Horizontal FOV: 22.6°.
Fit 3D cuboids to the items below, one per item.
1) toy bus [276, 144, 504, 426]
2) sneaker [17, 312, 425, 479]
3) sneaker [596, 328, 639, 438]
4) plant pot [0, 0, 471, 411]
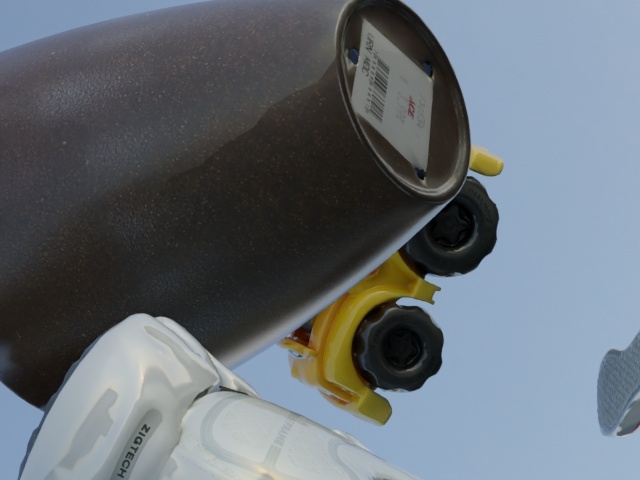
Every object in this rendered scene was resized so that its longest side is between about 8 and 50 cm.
[{"bbox_3d":[0.000,0.000,1.176,0.211,0.149,0.220,23,-92,-18],"label":"toy bus"},{"bbox_3d":[0.006,0.120,0.567,0.110,0.118,0.292,-66,-25,-9],"label":"sneaker"},{"bbox_3d":[0.194,0.076,0.858,0.134,0.070,0.051,108,165,-67],"label":"sneaker"},{"bbox_3d":[-0.048,-0.035,0.812,0.215,0.230,0.215,27,-127,-43],"label":"plant pot"}]
